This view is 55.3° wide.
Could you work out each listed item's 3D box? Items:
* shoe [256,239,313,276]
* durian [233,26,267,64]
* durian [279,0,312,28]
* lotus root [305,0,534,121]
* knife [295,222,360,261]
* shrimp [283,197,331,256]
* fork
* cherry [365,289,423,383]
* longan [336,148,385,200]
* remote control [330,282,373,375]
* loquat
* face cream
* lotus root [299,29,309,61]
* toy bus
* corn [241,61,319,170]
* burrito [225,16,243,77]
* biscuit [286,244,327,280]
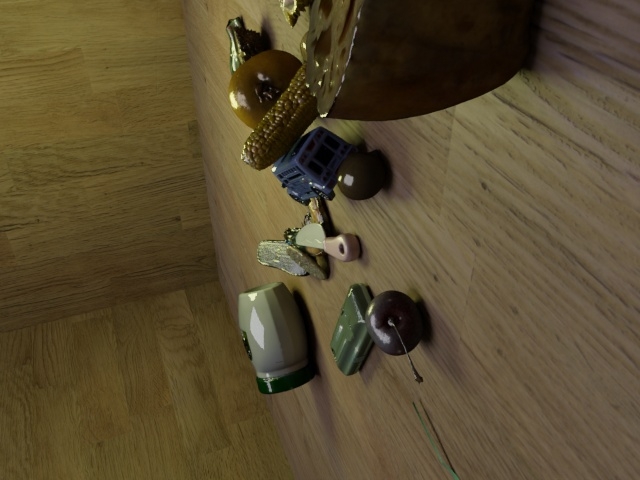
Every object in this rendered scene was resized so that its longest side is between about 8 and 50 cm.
[{"bbox_3d":[-0.095,0.048,1.942,0.241,0.093,0.108,10,95,42],"label":"shoe"},{"bbox_3d":[-0.203,-0.563,1.816,0.188,0.091,0.148,-83,-15,-70],"label":"durian"},{"bbox_3d":[-0.051,-0.564,1.368,0.140,0.078,0.224,58,169,18],"label":"durian"},{"bbox_3d":[0.115,-0.311,0.755,0.316,0.250,0.316,178,90,-76],"label":"lotus root"},{"bbox_3d":[0.000,-0.003,1.582,0.336,0.043,0.081,13,112,60],"label":"knife"},{"bbox_3d":[-0.052,-0.062,1.742,0.290,0.054,0.222,-4,101,64],"label":"shrimp"},{"bbox_3d":[0.245,0.435,1.250,0.039,0.021,0.235,106,148,-51],"label":"fork"},{"bbox_3d":[0.153,0.194,1.209,0.148,0.115,0.188,-40,68,50],"label":"cherry"},{"bbox_3d":[0.084,-0.133,1.222,0.092,0.113,0.113,36,174,-18],"label":"longan"},{"bbox_3d":[0.078,0.237,1.566,0.335,0.065,0.128,103,152,-56],"label":"remote control"},{"bbox_3d":[-0.123,-0.365,1.515,0.208,0.208,0.208,167,90,-74],"label":"loquat"},{"bbox_3d":[-0.162,0.337,2.162,0.312,0.219,0.357,171,83,-72],"label":"face cream"},{"bbox_3d":[-0.013,-0.431,1.347,0.152,0.063,0.072,167,109,-78],"label":"lotus root"},{"bbox_3d":[-0.024,-0.168,1.394,0.133,0.125,0.292,36,171,-14],"label":"toy bus"},{"bbox_3d":[-0.069,-0.270,1.326,0.101,0.292,0.101,35,163,12],"label":"corn"},{"bbox_3d":[-0.280,-0.602,2.095,0.096,0.066,0.309,-130,34,-62],"label":"burrito"},{"bbox_3d":[-0.040,0.065,1.768,0.152,0.020,0.152,34,165,10],"label":"biscuit"}]
